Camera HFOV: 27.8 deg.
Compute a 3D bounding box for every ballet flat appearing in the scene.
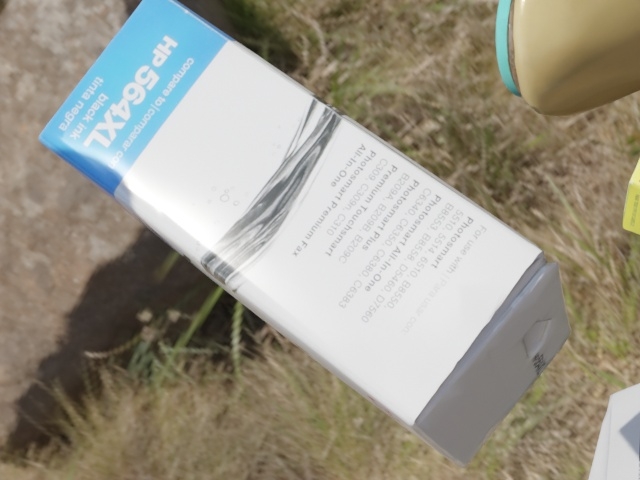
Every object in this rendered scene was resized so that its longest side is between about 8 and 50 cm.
[{"bbox_3d":[0.132,-0.109,0.414,0.073,0.080,0.232,9,38,31],"label":"ballet flat"}]

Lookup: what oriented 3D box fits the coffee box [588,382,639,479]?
[{"bbox_3d":[0.393,0.261,0.847,0.334,0.338,0.338,-27,100,28],"label":"coffee box"}]

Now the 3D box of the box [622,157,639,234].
[{"bbox_3d":[0.276,-0.007,0.645,0.232,0.058,0.087,25,72,19],"label":"box"}]

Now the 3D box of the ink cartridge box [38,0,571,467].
[{"bbox_3d":[0.000,0.000,0.563,0.203,0.148,0.086,37,86,21],"label":"ink cartridge box"}]
